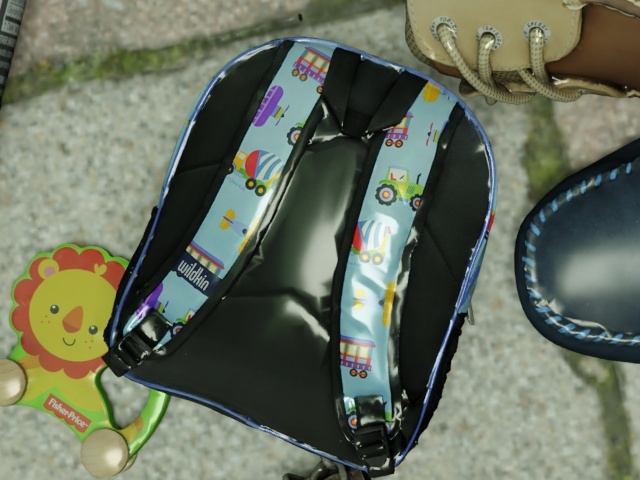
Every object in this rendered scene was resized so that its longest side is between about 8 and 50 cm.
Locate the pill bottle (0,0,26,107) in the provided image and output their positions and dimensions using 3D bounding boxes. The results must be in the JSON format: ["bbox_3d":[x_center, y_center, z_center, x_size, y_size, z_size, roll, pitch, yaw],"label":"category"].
[{"bbox_3d":[-0.201,-0.137,0.742,0.130,0.130,0.246,14,93,8],"label":"pill bottle"}]

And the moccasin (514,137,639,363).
[{"bbox_3d":[0.251,-0.021,0.681,0.341,0.117,0.138,-14,89,9],"label":"moccasin"}]

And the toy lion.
[{"bbox_3d":[-0.116,0.055,0.786,0.100,0.034,0.096,34,88,6],"label":"toy lion"}]

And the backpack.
[{"bbox_3d":[0.000,0.000,0.720,0.158,0.117,0.173,20,95,8],"label":"backpack"}]

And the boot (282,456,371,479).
[{"bbox_3d":[-0.076,0.167,0.752,0.229,0.091,0.263,-34,101,7],"label":"boot"}]

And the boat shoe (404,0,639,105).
[{"bbox_3d":[0.092,-0.106,0.660,0.116,0.123,0.324,-47,52,-2],"label":"boat shoe"}]
